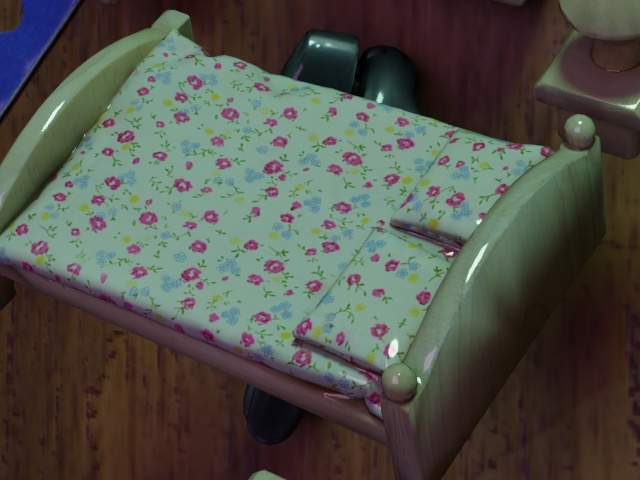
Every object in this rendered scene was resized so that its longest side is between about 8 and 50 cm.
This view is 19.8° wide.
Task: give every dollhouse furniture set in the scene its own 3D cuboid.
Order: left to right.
[{"bbox_3d":[-0.050,-0.085,0.661,0.303,0.173,0.355,20,54,25],"label":"dollhouse furniture set"}]

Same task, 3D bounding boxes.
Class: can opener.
[{"bbox_3d":[0.000,0.000,0.811,0.073,0.059,0.186,15,103,0],"label":"can opener"}]

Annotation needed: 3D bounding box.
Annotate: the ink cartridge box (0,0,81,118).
[{"bbox_3d":[-0.273,-0.211,0.938,0.371,0.069,0.175,42,106,17],"label":"ink cartridge box"}]
